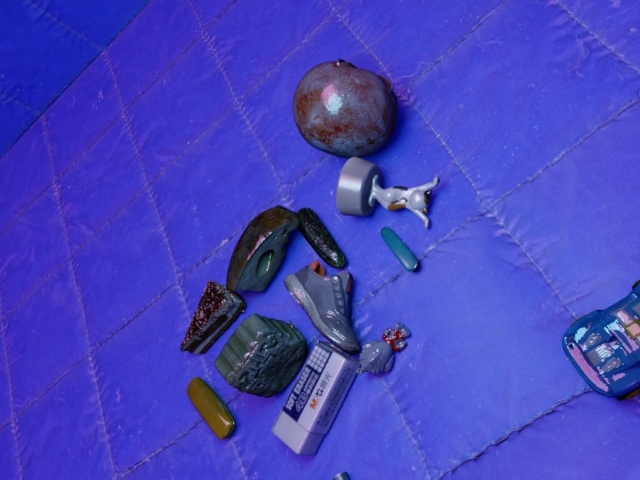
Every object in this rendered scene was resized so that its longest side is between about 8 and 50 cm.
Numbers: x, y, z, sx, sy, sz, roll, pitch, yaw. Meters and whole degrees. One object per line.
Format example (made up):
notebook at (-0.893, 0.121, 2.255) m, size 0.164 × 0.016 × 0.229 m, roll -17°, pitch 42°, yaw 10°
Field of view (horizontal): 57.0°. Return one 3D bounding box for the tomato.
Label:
tomato at (0.074, -0.392, 1.752) m, size 0.317 × 0.317 × 0.282 m, roll 25°, pitch 97°, yaw 38°

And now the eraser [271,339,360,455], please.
eraser at (-0.013, 0.432, 1.624) m, size 0.130 × 0.086 × 0.287 m, roll 27°, pitch 88°, yaw 40°

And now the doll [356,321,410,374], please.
doll at (0.166, 0.294, 1.570) m, size 0.180 × 0.079 × 0.094 m, roll -44°, pitch 77°, yaw -4°

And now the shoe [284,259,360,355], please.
shoe at (0.043, 0.173, 1.676) m, size 0.171 × 0.132 × 0.336 m, roll -43°, pitch 50°, yaw 1°

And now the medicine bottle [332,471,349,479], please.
medicine bottle at (0.087, 0.689, 1.475) m, size 0.090 × 0.054 × 0.208 m, roll -37°, pitch 55°, yaw 17°

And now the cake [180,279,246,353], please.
cake at (-0.369, 0.245, 1.926) m, size 0.246 × 0.112 × 0.135 m, roll -47°, pitch 50°, yaw 14°

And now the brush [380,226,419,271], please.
brush at (0.225, 0.024, 1.663) m, size 0.043 × 0.032 × 0.193 m, roll -49°, pitch 41°, yaw 14°

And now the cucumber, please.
cucumber at (0.001, -0.001, 1.793) m, size 0.074 × 0.074 × 0.241 m, roll -44°, pitch 54°, yaw 12°

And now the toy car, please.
toy car at (0.663, 0.188, 1.218) m, size 0.314 × 0.166 × 0.198 m, roll -37°, pitch 59°, yaw 16°

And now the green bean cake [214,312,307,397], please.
green bean cake at (-0.158, 0.328, 1.678) m, size 0.125 × 0.227 × 0.222 m, roll 36°, pitch 94°, yaw 43°

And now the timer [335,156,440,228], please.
timer at (0.198, -0.130, 1.678) m, size 0.266 × 0.175 × 0.175 m, roll 15°, pitch 80°, yaw 24°

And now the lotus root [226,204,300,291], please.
lotus root at (-0.206, 0.026, 1.848) m, size 0.210 × 0.142 × 0.314 m, roll 25°, pitch 94°, yaw 51°

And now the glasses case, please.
glasses case at (-0.341, 0.515, 1.826) m, size 0.234 × 0.064 × 0.079 m, roll 39°, pitch 99°, yaw 38°
